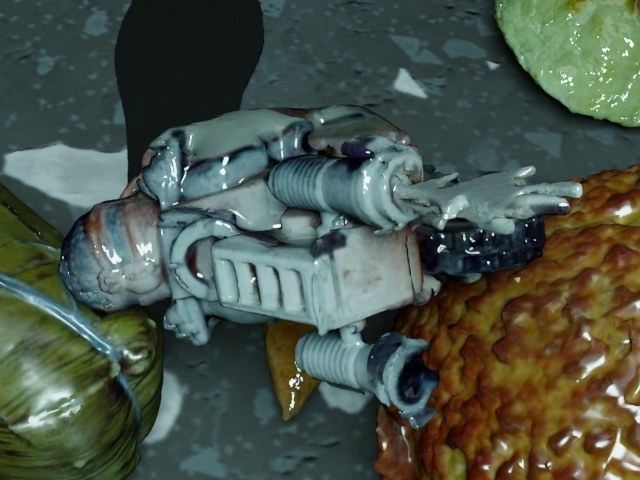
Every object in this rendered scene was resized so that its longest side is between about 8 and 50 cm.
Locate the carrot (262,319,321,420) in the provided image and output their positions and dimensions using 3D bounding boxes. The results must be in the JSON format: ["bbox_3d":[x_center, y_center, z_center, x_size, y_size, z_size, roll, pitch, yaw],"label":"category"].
[{"bbox_3d":[-0.009,0.026,0.867,0.072,0.072,0.205,6,54,2],"label":"carrot"}]

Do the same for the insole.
[{"bbox_3d":[-0.099,-0.105,1.005,0.119,0.009,0.348,-3,52,-3],"label":"insole"}]

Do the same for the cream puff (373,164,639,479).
[{"bbox_3d":[0.197,0.090,0.727,0.351,0.228,0.350,0,50,0],"label":"cream puff"}]

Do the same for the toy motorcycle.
[{"bbox_3d":[0.000,0.000,0.666,0.207,0.134,0.401,-14,17,-31],"label":"toy motorcycle"}]

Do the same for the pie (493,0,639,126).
[{"bbox_3d":[0.255,-0.176,1.023,0.248,0.090,0.201,-2,51,-9],"label":"pie"}]

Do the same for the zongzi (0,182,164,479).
[{"bbox_3d":[-0.299,0.085,0.743,0.323,0.160,0.360,36,54,23],"label":"zongzi"}]
